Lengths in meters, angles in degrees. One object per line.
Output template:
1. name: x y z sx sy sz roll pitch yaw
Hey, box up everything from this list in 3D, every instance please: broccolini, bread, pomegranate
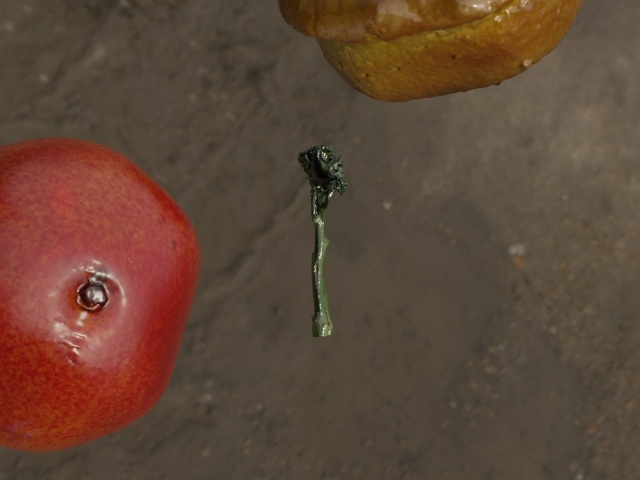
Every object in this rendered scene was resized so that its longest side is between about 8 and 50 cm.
1. broccolini: 0.008 -0.001 1.743 0.057 0.254 0.071 -5 11 -11
2. bread: 0.109 -0.272 1.271 0.172 0.312 0.312 57 20 -44
3. pomegranate: -0.199 0.039 0.946 0.221 0.256 0.221 2 82 -14
